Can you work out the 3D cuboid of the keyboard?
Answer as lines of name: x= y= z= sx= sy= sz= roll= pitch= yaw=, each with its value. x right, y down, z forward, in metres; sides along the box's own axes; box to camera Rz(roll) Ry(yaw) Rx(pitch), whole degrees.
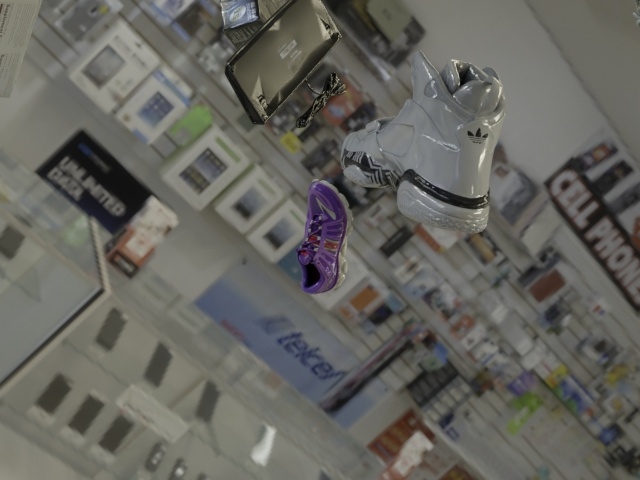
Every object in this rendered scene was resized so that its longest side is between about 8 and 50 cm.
keyboard: x=-0.046 y=-0.302 z=1.689 sx=0.201 sy=0.033 sz=0.317 roll=57 pitch=45 yaw=-22

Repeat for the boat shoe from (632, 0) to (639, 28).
boat shoe: x=0.550 y=-0.304 z=1.420 sx=0.320 sy=0.118 sz=0.103 roll=55 pitch=41 yaw=-28

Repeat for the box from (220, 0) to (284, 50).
box: x=-0.122 y=-0.423 z=1.822 sx=0.180 sy=0.078 sz=0.147 roll=45 pitch=34 yaw=-62

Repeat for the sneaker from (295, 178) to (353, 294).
sneaker: x=0.000 y=0.000 z=1.308 sx=0.068 sy=0.169 sz=0.071 roll=19 pitch=30 yaw=39

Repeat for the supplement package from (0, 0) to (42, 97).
supplement package: x=-0.601 y=-0.393 z=1.561 sx=0.145 sy=0.204 sz=0.262 roll=-10 pitch=53 yaw=-45

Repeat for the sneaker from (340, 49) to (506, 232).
sneaker: x=0.146 y=-0.156 z=1.330 sx=0.137 sy=0.210 sz=0.366 roll=8 pitch=15 yaw=-22
